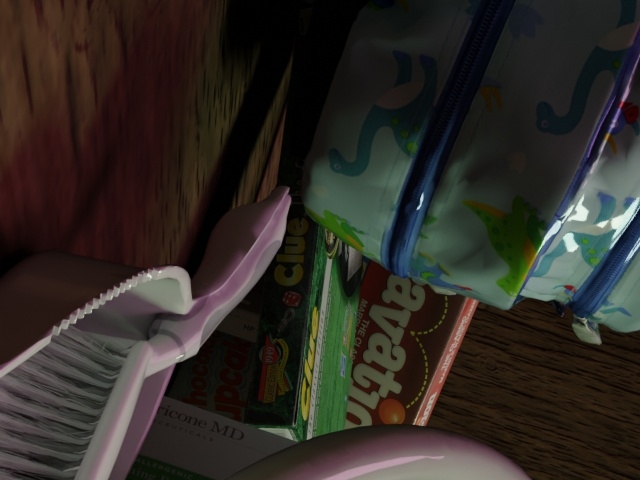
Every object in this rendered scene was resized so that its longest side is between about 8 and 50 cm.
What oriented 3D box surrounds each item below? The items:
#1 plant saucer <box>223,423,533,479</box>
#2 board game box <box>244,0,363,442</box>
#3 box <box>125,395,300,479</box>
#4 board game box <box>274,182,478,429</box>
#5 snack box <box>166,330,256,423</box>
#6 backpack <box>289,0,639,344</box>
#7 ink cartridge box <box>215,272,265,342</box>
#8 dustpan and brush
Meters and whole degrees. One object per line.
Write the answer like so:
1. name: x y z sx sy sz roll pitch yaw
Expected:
1. plant saucer: -0.052 0.244 0.719 0.400 0.100 0.400 -25 126 -42
2. board game box: 0.000 0.000 1.029 0.136 0.030 0.259 75 20 -63
3. box: -0.060 0.137 0.844 0.087 0.101 0.102 -68 176 -52
4. board game box: 0.023 0.028 1.194 0.027 0.145 0.281 -18 133 -61
5. snack box: -0.085 0.191 1.147 0.322 0.060 0.187 106 5 -53
6. backpack: 0.113 -0.092 0.921 0.290 0.273 0.355 -60 159 11
7. ink cartridge box: -0.041 0.028 1.038 0.083 0.048 0.028 -64 171 -64
8. dustpan and brush: -0.061 0.040 0.574 0.211 0.060 0.147 -67 176 -49
